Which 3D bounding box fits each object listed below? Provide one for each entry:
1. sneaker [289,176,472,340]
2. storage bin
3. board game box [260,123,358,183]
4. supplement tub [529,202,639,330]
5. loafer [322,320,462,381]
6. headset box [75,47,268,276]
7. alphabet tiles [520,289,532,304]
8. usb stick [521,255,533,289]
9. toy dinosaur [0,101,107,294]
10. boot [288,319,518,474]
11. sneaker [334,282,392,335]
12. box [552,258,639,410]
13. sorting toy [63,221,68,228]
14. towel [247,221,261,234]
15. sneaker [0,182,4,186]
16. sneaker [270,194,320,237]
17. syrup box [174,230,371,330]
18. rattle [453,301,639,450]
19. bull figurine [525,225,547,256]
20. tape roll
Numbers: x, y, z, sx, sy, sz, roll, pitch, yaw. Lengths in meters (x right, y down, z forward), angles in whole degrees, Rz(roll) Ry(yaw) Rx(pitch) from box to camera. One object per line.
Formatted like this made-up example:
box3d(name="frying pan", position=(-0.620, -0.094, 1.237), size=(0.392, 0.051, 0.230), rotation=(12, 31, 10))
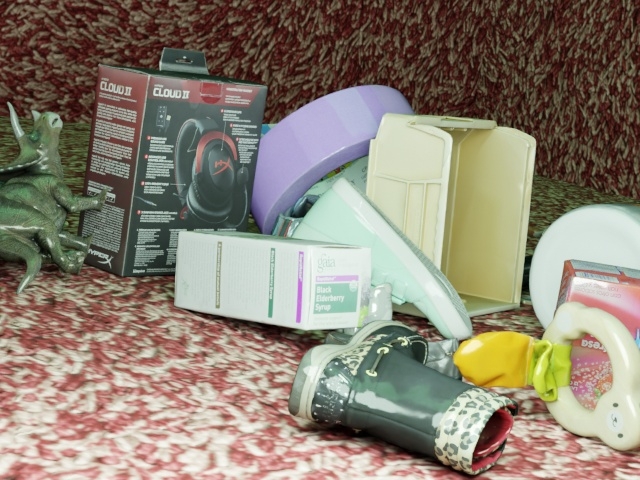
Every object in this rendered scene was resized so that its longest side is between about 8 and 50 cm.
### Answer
box3d(name="sneaker", position=(0.063, 0.061, 1.782), size=(0.256, 0.151, 0.094), rotation=(47, 8, 15))
box3d(name="storage bin", position=(0.175, -0.035, 1.945), size=(0.123, 0.260, 0.262), rotation=(9, 8, 32))
box3d(name="board game box", position=(-0.086, -0.116, 2.372), size=(0.275, 0.142, 0.144), rotation=(-4, -1, -15))
box3d(name="supplement tub", position=(0.422, 0.047, 1.859), size=(0.193, 0.194, 0.316), rotation=(15, 10, 36))
box3d(name="loafer", position=(0.078, 0.113, 1.507), size=(0.170, 0.061, 0.062), rotation=(13, 11, 32))
box3d(name="headset box", position=(-0.194, -0.107, 1.914), size=(0.110, 0.293, 0.218), rotation=(16, 12, 41))
box3d(name="alphabet tiles", position=(0.384, 0.084, 2.200), size=(0.237, 0.009, 0.198), rotation=(6, 9, -14))
box3d(name="usb stick", position=(0.330, 0.047, 2.217), size=(0.077, 0.045, 0.278), rotation=(6, 6, 31))
box3d(name="toy dinosaur", position=(-0.360, -0.021, 1.774), size=(0.160, 0.121, 0.314), rotation=(20, 42, -7))
box3d(name="boot", position=(0.095, 0.142, 1.294), size=(0.178, 0.085, 0.236), rotation=(17, 11, 24))
box3d(name="sneaker", position=(0.004, 0.061, 1.721), size=(0.190, 0.083, 0.071), rotation=(11, 10, 21))
box3d(name="box", position=(0.396, 0.119, 1.524), size=(0.299, 0.142, 0.154), rotation=(10, 8, 4))
box3d(name="sorting toy", position=(-0.414, -0.025, 2.095), size=(0.083, 0.012, 0.062), rotation=(13, 14, 5))
box3d(name="towel", position=(0.062, 0.010, 2.268), size=(0.370, 0.040, 0.271), rotation=(10, 8, 12))
box3d(name="sneaker", position=(-0.470, -0.038, 1.826), size=(0.122, 0.110, 0.283), rotation=(26, 20, 29))
box3d(name="sneaker", position=(0.000, 0.000, 1.969), size=(0.104, 0.125, 0.262), rotation=(12, 9, 16))
box3d(name="syrup box", position=(-0.057, 0.043, 1.633), size=(0.093, 0.096, 0.236), rotation=(0, 5, -43))
box3d(name="rattle", position=(0.245, 0.144, 1.335), size=(0.142, 0.130, 0.200), rotation=(18, 27, -43))
box3d(name="bull figurine", position=(0.237, -0.042, 2.424), size=(0.310, 0.101, 0.188), rotation=(20, 3, -29))
box3d(name="tape roll", position=(0.024, -0.098, 2.045), size=(0.274, 0.275, 0.090), rotation=(0, 52, -46))
